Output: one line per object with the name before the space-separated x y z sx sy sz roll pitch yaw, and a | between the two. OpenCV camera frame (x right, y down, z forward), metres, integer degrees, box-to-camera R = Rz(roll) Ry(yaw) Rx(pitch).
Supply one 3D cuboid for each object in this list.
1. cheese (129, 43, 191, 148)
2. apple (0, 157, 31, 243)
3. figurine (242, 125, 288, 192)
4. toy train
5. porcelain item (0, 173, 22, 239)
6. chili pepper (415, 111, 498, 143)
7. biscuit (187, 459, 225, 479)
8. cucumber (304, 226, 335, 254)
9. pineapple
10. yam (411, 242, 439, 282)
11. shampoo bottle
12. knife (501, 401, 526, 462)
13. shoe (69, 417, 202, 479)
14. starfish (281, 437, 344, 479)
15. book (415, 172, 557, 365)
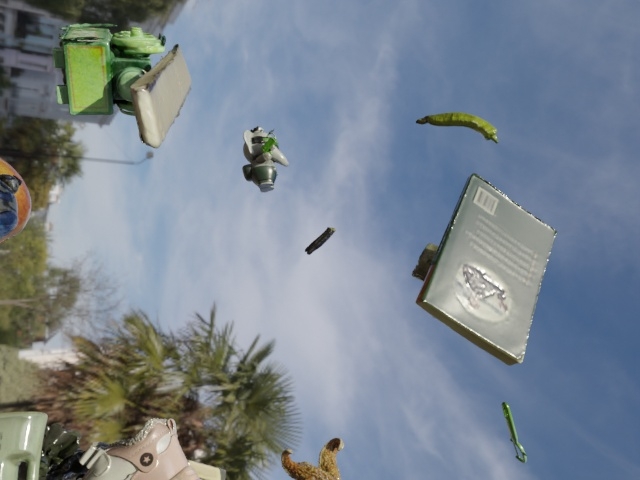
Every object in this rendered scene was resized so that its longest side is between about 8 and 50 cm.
cheese | -0.240 -0.237 0.881 0.400 0.034 0.085 -101 -176 -63
apple | -0.965 -0.128 1.539 0.250 0.309 0.277 109 -27 -42
figurine | -0.160 -0.232 1.567 0.147 0.126 0.192 55 21 -69
toy train | -0.387 -0.319 1.055 0.272 0.188 0.159 -127 -142 -57
porcelain item | -0.617 -0.080 0.880 0.288 0.186 0.138 32 -71 14
chili pepper | 0.339 -0.288 1.377 0.208 0.043 0.049 20 -50 20
biscuit | -0.345 0.669 1.629 0.056 0.188 0.052 -14 -123 24
cucumber | 0.001 0.001 1.937 0.135 0.034 0.033 -45 -136 -10
pineapple | -0.576 0.467 1.208 0.310 0.170 0.141 -46 -143 48
yam | 0.349 0.091 1.487 0.194 0.107 0.107 27 -62 17
shampoo bottle | -0.520 0.408 0.924 0.087 0.118 0.234 112 -26 -65
knife | 0.513 0.512 1.490 0.054 0.015 0.212 36 -30 64
shoe | -0.414 0.499 1.130 0.172 0.350 0.198 90 -23 -66
starfish | 0.013 0.690 1.542 0.113 0.303 0.312 -40 -101 23
book | 0.381 0.055 1.257 0.371 0.260 0.043 -60 -172 -29
